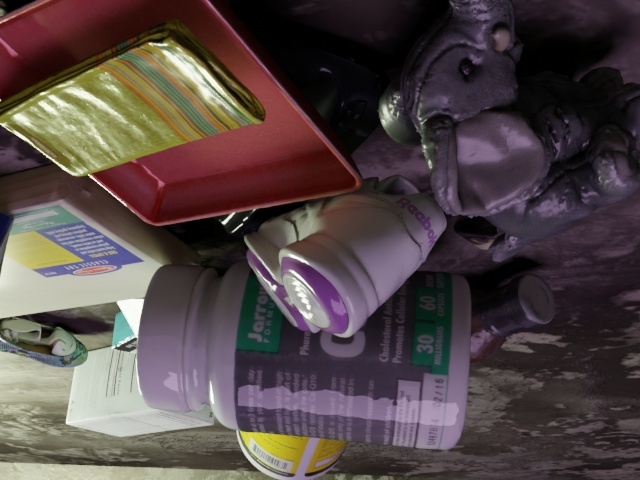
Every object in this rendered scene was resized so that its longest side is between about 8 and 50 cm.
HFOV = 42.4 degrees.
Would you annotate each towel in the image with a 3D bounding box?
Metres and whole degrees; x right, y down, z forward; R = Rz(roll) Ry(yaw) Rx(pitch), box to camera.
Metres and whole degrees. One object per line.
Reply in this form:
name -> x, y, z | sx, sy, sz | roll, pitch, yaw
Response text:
towel -> -0.158, -0.099, 0.647 | 0.237, 0.021, 0.102 | -11, 140, 39

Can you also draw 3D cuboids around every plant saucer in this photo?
plant saucer -> -0.128, -0.115, 0.673 | 0.259, 0.048, 0.258 | -7, 143, 36

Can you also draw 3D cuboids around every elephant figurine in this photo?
elephant figurine -> 0.122, -0.102, 0.645 | 0.239, 0.186, 0.169 | 17, 170, -26

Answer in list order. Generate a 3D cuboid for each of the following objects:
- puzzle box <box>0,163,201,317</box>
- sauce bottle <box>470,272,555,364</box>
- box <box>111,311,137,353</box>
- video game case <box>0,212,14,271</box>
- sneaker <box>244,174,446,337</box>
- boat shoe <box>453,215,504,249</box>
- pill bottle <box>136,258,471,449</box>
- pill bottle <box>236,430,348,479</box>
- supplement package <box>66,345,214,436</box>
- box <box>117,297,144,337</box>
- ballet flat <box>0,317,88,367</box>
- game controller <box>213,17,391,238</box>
puzzle box -> -0.393, 0.019, 1.050 | 0.408, 0.052, 0.272 | -9, 153, 22
sauce bottle -> 0.189, 0.132, 1.194 | 0.111, 0.112, 0.344 | 17, 151, -30
box -> -0.202, 0.160, 1.337 | 0.244, 0.060, 0.100 | 20, 149, -34
video game case -> -0.499, 0.014, 0.922 | 0.269, 0.061, 0.244 | 22, 140, -13
sneaker -> 0.021, 0.011, 0.771 | 0.114, 0.152, 0.305 | 55, 168, -12
boat shoe -> 0.208, -0.026, 0.910 | 0.049, 0.056, 0.152 | 10, 155, -30
pill bottle -> -0.015, 0.126, 0.963 | 0.360, 0.204, 0.204 | 4, 156, 5
pill bottle -> -0.017, 0.208, 1.233 | 0.187, 0.188, 0.334 | 6, 139, -10
supplement package -> -0.317, 0.266, 1.485 | 0.244, 0.134, 0.139 | -15, 151, 33
box -> -0.185, 0.148, 1.163 | 0.190, 0.045, 0.184 | -4, 115, 45
ballet flat -> -0.463, 0.166, 1.369 | 0.188, 0.070, 0.070 | 17, 151, -38
game controller -> -0.066, -0.094, 0.794 | 0.166, 0.067, 0.319 | 25, 149, -15
